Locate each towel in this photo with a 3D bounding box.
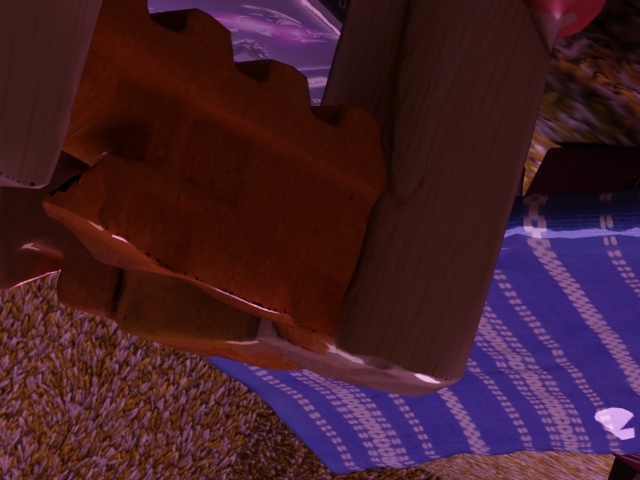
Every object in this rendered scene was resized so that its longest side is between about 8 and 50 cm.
[{"bbox_3d":[0.122,0.037,0.630,0.336,0.040,0.243,-4,160,19],"label":"towel"}]

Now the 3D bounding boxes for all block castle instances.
[{"bbox_3d":[-0.156,-0.132,0.417,0.303,0.213,0.453,6,166,40],"label":"block castle"}]

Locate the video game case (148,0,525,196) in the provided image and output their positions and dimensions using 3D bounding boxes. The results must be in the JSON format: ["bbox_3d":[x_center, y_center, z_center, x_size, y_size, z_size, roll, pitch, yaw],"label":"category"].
[{"bbox_3d":[-0.058,-0.070,0.836,0.196,0.026,0.274,-6,153,30],"label":"video game case"}]

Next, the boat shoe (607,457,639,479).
[{"bbox_3d":[0.260,0.169,1.417,0.072,0.068,0.190,17,172,-2],"label":"boat shoe"}]

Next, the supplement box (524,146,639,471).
[{"bbox_3d":[0.162,0.050,0.831,0.188,0.104,0.081,32,171,-23],"label":"supplement box"}]
